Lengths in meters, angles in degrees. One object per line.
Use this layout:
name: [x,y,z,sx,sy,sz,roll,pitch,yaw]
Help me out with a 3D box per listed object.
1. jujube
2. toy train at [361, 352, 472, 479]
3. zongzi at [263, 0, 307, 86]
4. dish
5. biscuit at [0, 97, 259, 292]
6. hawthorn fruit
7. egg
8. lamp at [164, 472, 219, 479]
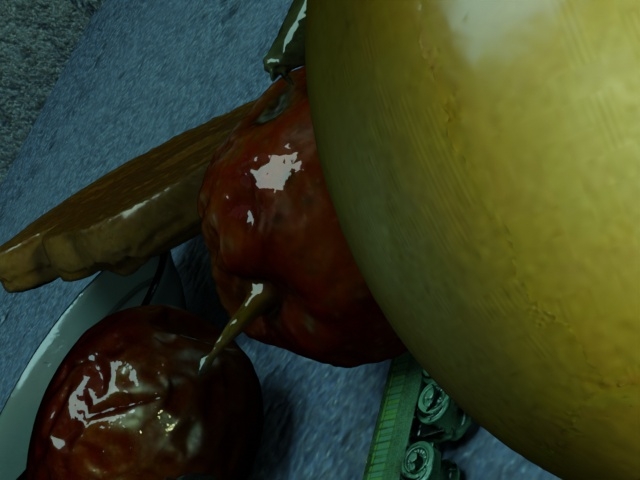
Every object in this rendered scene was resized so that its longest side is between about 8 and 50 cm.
jujube: [-0.149,0.179,0.863,0.190,0.190,0.255,-120,49,-65]
toy train: [0.058,0.127,0.665,0.071,0.038,0.147,-29,34,46]
zongzi: [0.228,-0.256,0.541,0.467,0.218,0.500,-53,20,-18]
dish: [-0.218,0.150,1.100,0.316,0.106,0.316,-44,22,23]
biscuit: [-0.131,-0.063,1.096,0.350,0.078,0.455,-43,19,-33]
hawthorn fruit: [0.000,0.000,0.706,0.243,0.207,0.207,-44,15,-30]
egg: [0.137,-0.067,0.444,0.283,0.283,0.351,-31,62,45]
lamp: [-0.175,0.287,0.720,0.283,0.124,0.203,-41,-2,30]
